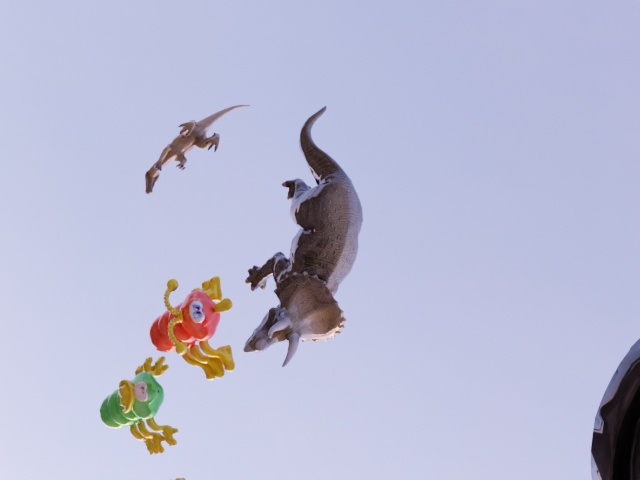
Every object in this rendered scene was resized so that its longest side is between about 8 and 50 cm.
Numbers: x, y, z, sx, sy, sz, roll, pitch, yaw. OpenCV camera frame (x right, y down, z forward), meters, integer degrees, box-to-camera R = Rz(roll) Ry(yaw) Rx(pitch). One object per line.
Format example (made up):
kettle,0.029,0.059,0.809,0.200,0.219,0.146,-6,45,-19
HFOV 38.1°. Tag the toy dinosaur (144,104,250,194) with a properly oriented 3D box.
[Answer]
toy dinosaur,-0.163,-0.133,1.182,0.053,0.183,0.092,51,-10,-18

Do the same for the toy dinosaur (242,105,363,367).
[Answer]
toy dinosaur,0.000,0.000,1.080,0.160,0.121,0.314,1,-112,59

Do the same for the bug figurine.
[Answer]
bug figurine,-0.124,0.179,0.797,0.216,0.072,0.279,-36,-120,43

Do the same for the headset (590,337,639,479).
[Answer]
headset,0.187,0.143,0.346,0.394,0.243,0.185,-27,-69,21
